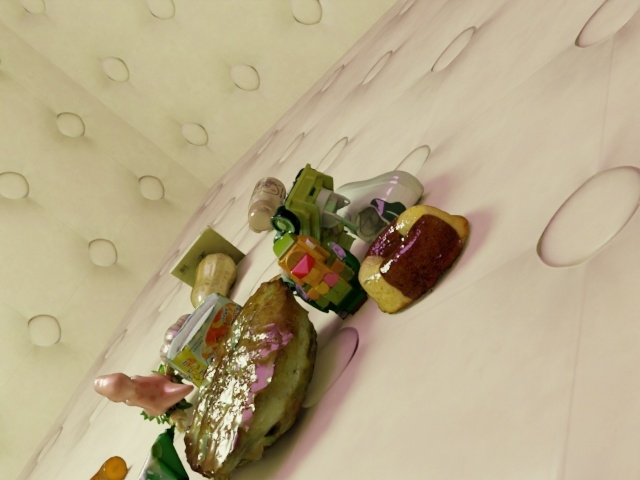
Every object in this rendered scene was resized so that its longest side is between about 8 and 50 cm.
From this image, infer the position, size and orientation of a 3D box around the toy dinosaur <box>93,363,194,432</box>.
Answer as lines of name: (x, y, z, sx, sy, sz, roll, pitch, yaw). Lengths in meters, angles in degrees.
toy dinosaur: (-0.351, 0.301, 1.655, 0.177, 0.194, 0.152, 66, -141, -73)

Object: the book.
book: (-0.314, 0.064, 2.231, 0.013, 0.192, 0.168, 35, 84, 39)

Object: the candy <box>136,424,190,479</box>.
candy: (-0.239, 0.400, 1.235, 0.078, 0.141, 0.203, -18, 27, 12)

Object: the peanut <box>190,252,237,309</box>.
peanut: (-0.288, 0.114, 2.125, 0.120, 0.110, 0.236, -35, 21, 22)

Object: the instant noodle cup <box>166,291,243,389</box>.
instant noodle cup: (-0.185, 0.201, 1.506, 0.205, 0.153, 0.205, -46, 13, 14)

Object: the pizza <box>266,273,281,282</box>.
pizza: (-0.101, 0.127, 1.655, 0.099, 0.036, 0.160, -3, 49, 53)

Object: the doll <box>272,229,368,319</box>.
doll: (0.000, 0.049, 1.283, 0.106, 0.186, 0.134, -48, 43, 9)

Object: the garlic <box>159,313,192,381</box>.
garlic: (-0.244, 0.218, 1.632, 0.102, 0.159, 0.147, -17, 62, 57)

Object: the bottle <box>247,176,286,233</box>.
bottle: (-0.161, -0.095, 2.288, 0.110, 0.097, 0.209, -60, 9, 27)

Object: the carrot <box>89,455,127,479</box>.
carrot: (-0.512, 0.560, 1.825, 0.224, 0.057, 0.057, -43, 16, 40)

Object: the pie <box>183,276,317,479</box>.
pie: (-0.112, 0.224, 1.253, 0.288, 0.103, 0.354, -39, 29, 49)

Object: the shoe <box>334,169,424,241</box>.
shoe: (0.074, -0.046, 1.446, 0.265, 0.095, 0.110, -25, 31, 56)

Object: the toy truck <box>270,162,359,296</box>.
toy truck: (-0.003, 0.001, 1.407, 0.259, 0.135, 0.128, 95, -163, -52)

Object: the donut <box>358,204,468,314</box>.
donut: (0.128, 0.020, 1.159, 0.184, 0.073, 0.166, -36, 23, 49)
